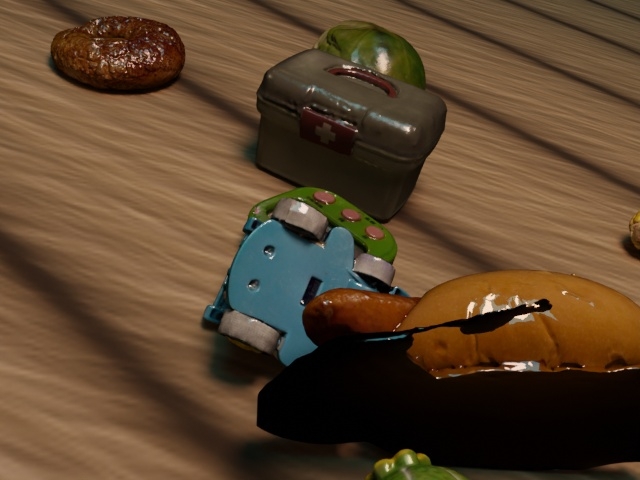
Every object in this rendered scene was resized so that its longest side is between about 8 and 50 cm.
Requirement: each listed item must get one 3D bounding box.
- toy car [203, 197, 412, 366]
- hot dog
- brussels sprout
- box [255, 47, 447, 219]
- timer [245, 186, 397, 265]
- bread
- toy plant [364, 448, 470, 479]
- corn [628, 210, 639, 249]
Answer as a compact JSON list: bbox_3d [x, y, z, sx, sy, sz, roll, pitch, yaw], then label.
[{"bbox_3d":[-0.010,0.048,0.543,0.161,0.098,0.126,27,76,-20],"label":"toy car"},{"bbox_3d":[0.129,0.076,0.466,0.326,0.194,0.107,17,41,-19],"label":"hot dog"},{"bbox_3d":[0.063,-0.231,0.892,0.161,0.144,0.180,-22,53,9],"label":"brussels sprout"},{"bbox_3d":[0.032,-0.130,0.752,0.210,0.129,0.148,25,38,15],"label":"box"},{"bbox_3d":[0.000,0.000,0.641,0.140,0.047,0.128,37,40,27],"label":"timer"},{"bbox_3d":[-0.279,-0.269,0.884,0.193,0.064,0.193,7,37,-5],"label":"bread"},{"bbox_3d":[0.074,0.200,0.368,0.093,0.093,0.162,-1,40,-20],"label":"toy plant"},{"bbox_3d":[0.472,-0.021,0.815,0.206,0.067,0.067,-8,42,-32],"label":"corn"}]
